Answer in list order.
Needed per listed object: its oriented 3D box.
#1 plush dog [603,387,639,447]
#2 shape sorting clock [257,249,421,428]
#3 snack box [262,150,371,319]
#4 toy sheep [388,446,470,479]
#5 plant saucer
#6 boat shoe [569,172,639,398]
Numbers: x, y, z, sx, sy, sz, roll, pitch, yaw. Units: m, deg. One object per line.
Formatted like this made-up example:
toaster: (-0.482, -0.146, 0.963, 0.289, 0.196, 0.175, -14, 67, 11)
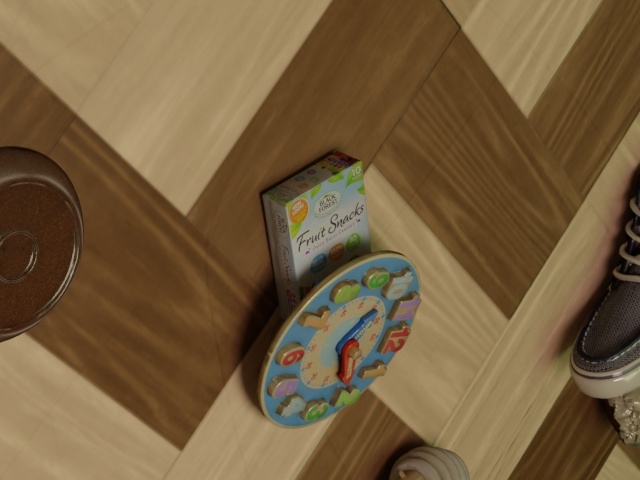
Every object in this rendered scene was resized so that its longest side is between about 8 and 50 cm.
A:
plush dog: (0.480, 0.146, 2.142, 0.262, 0.210, 0.225, 23, 64, -50)
shape sorting clock: (0.022, 0.098, 1.686, 0.206, 0.040, 0.206, -37, 148, -27)
snack box: (0.000, 0.000, 1.660, 0.100, 0.037, 0.141, -32, 130, -34)
toy sheep: (0.115, 0.261, 1.867, 0.132, 0.091, 0.091, -12, 117, -58)
plant saucer: (-0.252, 0.010, 1.407, 0.168, 0.029, 0.168, -21, 122, -38)
boat shoe: (0.378, 0.016, 2.018, 0.340, 0.127, 0.158, -48, 129, -31)
